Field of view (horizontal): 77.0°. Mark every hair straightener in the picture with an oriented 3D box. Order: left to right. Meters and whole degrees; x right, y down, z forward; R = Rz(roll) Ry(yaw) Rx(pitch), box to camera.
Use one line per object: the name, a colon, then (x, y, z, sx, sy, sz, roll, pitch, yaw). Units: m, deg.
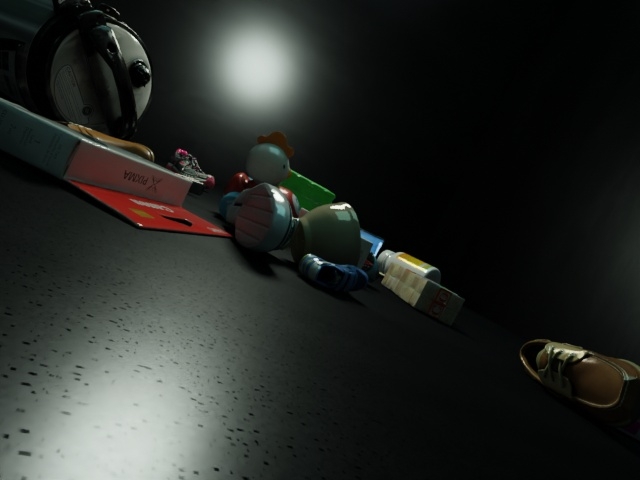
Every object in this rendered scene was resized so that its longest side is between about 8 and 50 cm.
hair straightener: (-0.433, -0.182, 1.144, 0.230, 0.047, 0.089, 24, 3, -41)

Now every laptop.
laptop: (0.142, 0.001, 1.749, 0.234, 0.136, 0.264, 26, 3, 13)

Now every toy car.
toy car: (-0.129, -0.164, 1.068, 0.210, 0.237, 0.219, 24, 21, -4)

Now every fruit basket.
fruit basket: (-0.116, -0.137, 1.406, 0.327, 0.165, 0.353, 26, -12, -24)

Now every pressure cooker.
pressure cooker: (-0.705, -0.497, 1.164, 0.421, 0.375, 0.370, 26, 0, 17)

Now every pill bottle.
pill bottle: (0.347, 0.129, 1.629, 0.136, 0.136, 0.246, 24, 4, -44)

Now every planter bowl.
planter bowl: (0.000, 0.000, 0.842, 0.109, 0.162, 0.162, -1, 14, -23)

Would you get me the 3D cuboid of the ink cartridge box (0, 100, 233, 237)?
ink cartridge box: (-0.292, -0.095, 0.644, 0.261, 0.066, 0.296, 26, 2, 10)

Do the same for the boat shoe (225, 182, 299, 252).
boat shoe: (-0.098, -0.039, 0.792, 0.119, 0.121, 0.335, 28, 2, -23)

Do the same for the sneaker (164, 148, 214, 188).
sneaker: (-0.548, -0.302, 1.691, 0.299, 0.112, 0.121, 29, 4, 33)

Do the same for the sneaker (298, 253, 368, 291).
sneaker: (0.032, 0.068, 0.736, 0.144, 0.053, 0.059, 15, 7, -27)

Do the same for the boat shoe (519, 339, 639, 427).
boat shoe: (0.481, 0.259, 0.778, 0.120, 0.122, 0.324, 21, -6, 9)

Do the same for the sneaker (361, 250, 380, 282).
sneaker: (0.068, 0.052, 1.199, 0.262, 0.104, 0.125, 34, -10, 42)

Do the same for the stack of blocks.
stack of blocks: (0.324, 0.164, 1.254, 0.171, 0.087, 0.297, 26, 3, -11)

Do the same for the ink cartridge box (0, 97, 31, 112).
ink cartridge box: (-0.567, -0.222, 0.551, 0.239, 0.060, 0.275, 29, 4, 26)

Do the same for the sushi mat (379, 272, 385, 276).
sushi mat: (0.235, 0.130, 1.811, 0.317, 0.019, 0.151, 26, 4, -13)

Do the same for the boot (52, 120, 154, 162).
boot: (-0.506, -0.217, 0.931, 0.197, 0.072, 0.152, 15, 0, 8)

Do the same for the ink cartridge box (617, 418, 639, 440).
ink cartridge box: (0.629, 0.350, 0.867, 0.186, 0.065, 0.311, 27, 5, 6)

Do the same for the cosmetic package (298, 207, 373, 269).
cosmetic package: (0.018, 0.006, 1.110, 0.231, 0.117, 0.086, 31, 4, 43)
